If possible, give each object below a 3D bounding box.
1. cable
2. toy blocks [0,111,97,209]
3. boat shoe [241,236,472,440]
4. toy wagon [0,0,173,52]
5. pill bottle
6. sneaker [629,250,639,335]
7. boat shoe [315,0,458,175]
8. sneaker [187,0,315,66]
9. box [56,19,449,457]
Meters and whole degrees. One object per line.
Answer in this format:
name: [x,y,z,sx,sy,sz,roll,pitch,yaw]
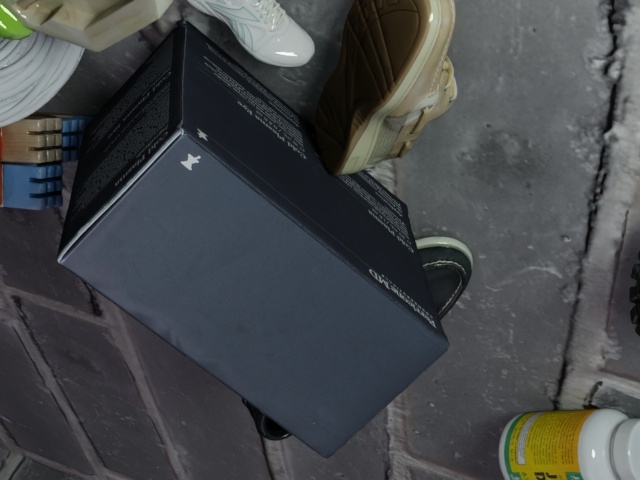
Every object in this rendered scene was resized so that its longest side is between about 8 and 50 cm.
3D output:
cable: [-0.354,-0.234,1.312,0.257,0.089,0.257,1,121,-26]
toy blocks: [-0.390,-0.097,1.524,0.260,0.191,0.381,5,-172,22]
boat shoe: [0.043,0.125,1.557,0.340,0.113,0.127,-31,125,17]
toy wagon: [-0.271,-0.308,1.110,0.344,0.068,0.267,47,144,-22]
pill bottle: [0.343,0.277,1.714,0.117,0.118,0.208,43,148,-27]
sneaker: [0.433,-0.001,1.194,0.146,0.134,0.343,9,155,-22]
boat shoe: [0.077,-0.156,1.247,0.098,0.109,0.302,-9,158,-18]
sneaker: [-0.066,-0.224,1.286,0.152,0.054,0.061,34,149,-13]
box: [-0.069,-0.010,1.340,0.343,0.312,0.179,39,107,-21]
